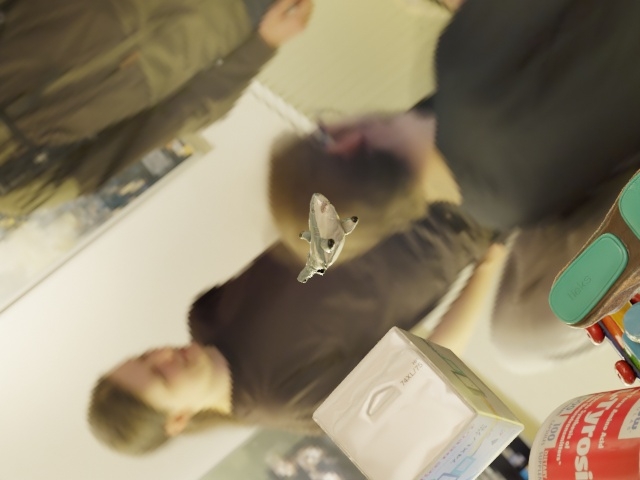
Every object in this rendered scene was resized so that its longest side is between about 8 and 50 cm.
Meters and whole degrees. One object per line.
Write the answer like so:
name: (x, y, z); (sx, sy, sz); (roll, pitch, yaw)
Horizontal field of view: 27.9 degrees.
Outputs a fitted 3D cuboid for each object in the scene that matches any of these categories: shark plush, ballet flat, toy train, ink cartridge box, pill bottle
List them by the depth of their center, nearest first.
ballet flat: (0.399, -0.010, 1.567); (0.316, 0.106, 0.107); (-49, 58, 40)
pill bottle: (0.458, 0.293, 1.641); (0.229, 0.229, 0.407); (52, 156, -4)
shark plush: (0.000, 0.000, 1.836); (0.067, 0.073, 0.161); (35, 150, 12)
toy train: (0.449, 0.093, 1.979); (0.248, 0.105, 0.143); (59, 177, 38)
ink cartridge box: (0.161, 0.288, 2.059); (0.197, 0.198, 0.270); (46, -171, 26)
